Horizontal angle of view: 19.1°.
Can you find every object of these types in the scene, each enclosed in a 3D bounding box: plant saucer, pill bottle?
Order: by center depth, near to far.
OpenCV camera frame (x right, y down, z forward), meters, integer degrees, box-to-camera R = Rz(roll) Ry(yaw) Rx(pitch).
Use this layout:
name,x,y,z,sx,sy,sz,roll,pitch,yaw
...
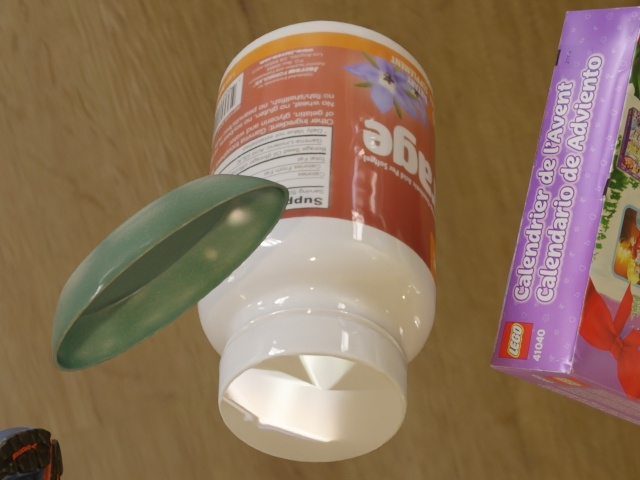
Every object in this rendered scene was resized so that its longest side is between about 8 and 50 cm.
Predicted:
name,x,y,z,sx,sy,sz,roll,pitch,yaw
plant saucer,-0.066,0.008,0.780,0.119,0.119,0.021,-38,78,0
pill bottle,0.000,0.000,0.982,0.121,0.216,0.121,1,140,1

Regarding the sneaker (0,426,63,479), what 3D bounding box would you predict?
name,x,y,z,sx,sy,sz,roll,pitch,yaw
sneaker,-0.209,0.138,0.950,0.087,0.221,0.083,-10,81,19

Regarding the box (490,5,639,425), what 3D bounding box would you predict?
name,x,y,z,sx,sy,sz,roll,pitch,yaw
box,0.224,0.013,1.085,0.293,0.057,0.201,24,75,-43
